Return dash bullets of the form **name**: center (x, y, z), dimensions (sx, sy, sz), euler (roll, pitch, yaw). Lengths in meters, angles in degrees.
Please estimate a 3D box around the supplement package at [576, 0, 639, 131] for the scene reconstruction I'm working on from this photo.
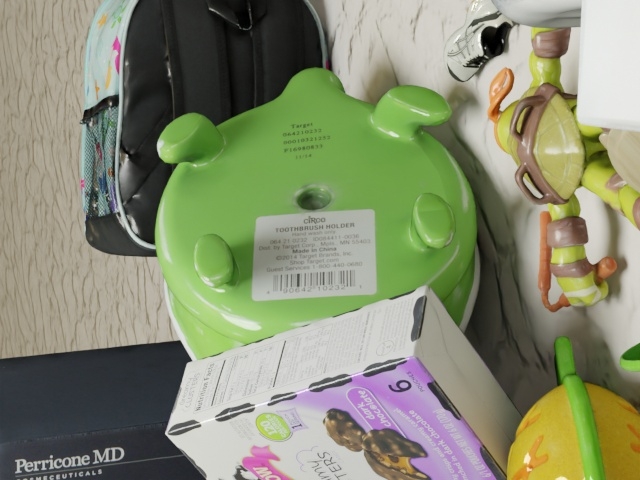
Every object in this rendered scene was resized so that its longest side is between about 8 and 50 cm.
- **supplement package**: center (0.255, -0.131, 0.588), dimensions (0.262, 0.198, 0.199), euler (13, 108, 45)

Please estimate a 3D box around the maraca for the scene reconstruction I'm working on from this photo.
- **maraca**: center (0.167, 0.141, 1.079), dimensions (0.186, 0.099, 0.127), euler (-91, -5, -61)

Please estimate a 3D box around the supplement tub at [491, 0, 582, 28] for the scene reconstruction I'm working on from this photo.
- **supplement tub**: center (0.172, -0.282, 0.833), dimensions (0.207, 0.207, 0.338), euler (179, 87, -67)

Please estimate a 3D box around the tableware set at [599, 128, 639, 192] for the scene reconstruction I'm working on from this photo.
- **tableware set**: center (0.232, -0.041, 0.873), dimensions (0.141, 0.020, 0.169), euler (39, 146, -3)

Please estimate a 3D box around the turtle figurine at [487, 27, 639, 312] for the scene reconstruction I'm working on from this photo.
- **turtle figurine**: center (0.161, -0.074, 1.053), dimensions (0.217, 0.087, 0.270), euler (-162, 69, -66)

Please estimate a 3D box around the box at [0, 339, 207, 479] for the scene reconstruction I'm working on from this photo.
- **box**: center (-0.142, 0.265, 1.516), dimensions (0.179, 0.343, 0.313), euler (-140, 50, -60)

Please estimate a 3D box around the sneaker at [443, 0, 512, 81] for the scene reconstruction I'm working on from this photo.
- **sneaker**: center (0.114, -0.140, 1.224), dimensions (0.083, 0.032, 0.037), euler (111, 146, -47)

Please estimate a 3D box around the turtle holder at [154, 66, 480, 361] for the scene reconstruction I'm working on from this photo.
- **turtle holder**: center (-0.014, 0.011, 1.299), dimensions (0.320, 0.243, 0.227), euler (49, 156, 42)

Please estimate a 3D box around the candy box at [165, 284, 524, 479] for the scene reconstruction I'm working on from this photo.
- **candy box**: center (0.024, 0.133, 1.139), dimensions (0.196, 0.165, 0.070), euler (-20, 35, 27)

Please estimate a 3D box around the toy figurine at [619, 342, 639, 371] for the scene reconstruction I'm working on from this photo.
- **toy figurine**: center (0.259, 0.111, 0.875), dimensions (0.173, 0.130, 0.159), euler (-19, 90, 42)

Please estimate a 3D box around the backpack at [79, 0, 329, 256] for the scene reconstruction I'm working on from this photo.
- **backpack**: center (-0.105, -0.113, 1.506), dimensions (0.191, 0.225, 0.254), euler (3, 93, 62)
